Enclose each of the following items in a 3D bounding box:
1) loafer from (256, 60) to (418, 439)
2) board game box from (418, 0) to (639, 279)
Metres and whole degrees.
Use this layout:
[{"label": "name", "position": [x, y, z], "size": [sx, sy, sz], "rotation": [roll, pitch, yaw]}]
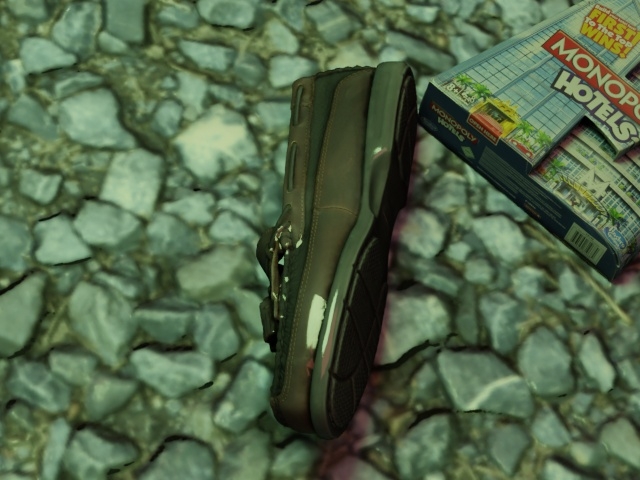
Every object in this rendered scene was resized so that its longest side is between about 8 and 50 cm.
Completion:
[{"label": "loafer", "position": [0.000, 0.000, 0.956], "size": [0.095, 0.109, 0.302], "rotation": [4, 54, 15]}, {"label": "board game box", "position": [0.210, -0.102, 1.053], "size": [0.194, 0.060, 0.194], "rotation": [41, 65, 13]}]
